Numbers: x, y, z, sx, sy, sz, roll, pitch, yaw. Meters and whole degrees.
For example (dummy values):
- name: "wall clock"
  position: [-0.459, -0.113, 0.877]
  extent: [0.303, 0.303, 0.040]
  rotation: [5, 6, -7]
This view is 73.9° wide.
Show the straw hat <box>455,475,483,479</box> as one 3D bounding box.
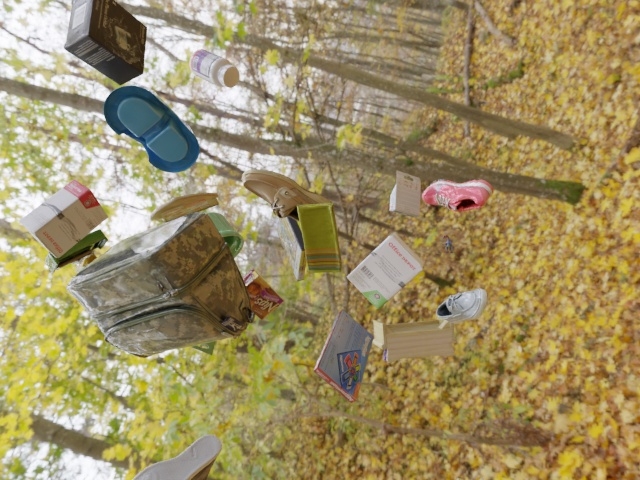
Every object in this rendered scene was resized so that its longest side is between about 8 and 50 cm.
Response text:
- name: "straw hat"
  position: [0.405, 0.709, 1.202]
  extent: [0.144, 0.061, 0.144]
  rotation: [-40, -37, -40]

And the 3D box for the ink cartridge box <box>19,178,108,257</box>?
- name: "ink cartridge box"
  position: [-0.589, -0.050, 0.984]
  extent: [0.150, 0.063, 0.109]
  rotation: [-50, -19, -28]

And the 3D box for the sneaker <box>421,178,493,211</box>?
- name: "sneaker"
  position: [0.568, -0.185, 1.829]
  extent: [0.314, 0.115, 0.136]
  rotation: [0, 44, 42]

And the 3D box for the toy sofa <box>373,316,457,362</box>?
- name: "toy sofa"
  position: [0.434, 0.452, 1.983]
  extent: [0.150, 0.363, 0.176]
  rotation: [168, 99, -80]

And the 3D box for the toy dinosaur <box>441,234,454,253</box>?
- name: "toy dinosaur"
  position: [0.566, 0.017, 1.893]
  extent: [0.090, 0.047, 0.082]
  rotation: [2, -96, -67]

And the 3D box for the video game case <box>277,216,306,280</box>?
- name: "video game case"
  position: [-0.122, -0.004, 1.781]
  extent: [0.248, 0.035, 0.274]
  rotation: [101, 149, -55]

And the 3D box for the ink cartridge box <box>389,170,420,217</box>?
- name: "ink cartridge box"
  position: [0.373, -0.202, 1.871]
  extent: [0.045, 0.146, 0.179]
  rotation: [-20, 63, 56]

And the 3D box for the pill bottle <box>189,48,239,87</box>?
- name: "pill bottle"
  position: [-0.405, -0.658, 1.640]
  extent: [0.108, 0.194, 0.108]
  rotation: [-39, -32, -31]

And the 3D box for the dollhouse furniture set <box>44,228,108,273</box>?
- name: "dollhouse furniture set"
  position: [-0.713, 0.124, 1.295]
  extent: [0.302, 0.197, 0.151]
  rotation: [-29, 7, 47]

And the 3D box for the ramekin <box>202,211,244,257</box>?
- name: "ramekin"
  position: [-0.489, 0.019, 1.785]
  extent: [0.304, 0.148, 0.303]
  rotation: [-33, -18, -12]

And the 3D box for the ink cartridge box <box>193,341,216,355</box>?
- name: "ink cartridge box"
  position: [-0.456, 0.345, 1.649]
  extent: [0.062, 0.109, 0.209]
  rotation: [-38, 32, 34]

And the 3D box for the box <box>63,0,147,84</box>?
- name: "box"
  position: [-0.533, -0.510, 1.069]
  extent: [0.158, 0.093, 0.155]
  rotation: [28, -126, -59]

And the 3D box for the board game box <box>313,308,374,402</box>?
- name: "board game box"
  position: [0.078, 0.337, 1.283]
  extent: [0.027, 0.145, 0.281]
  rotation: [-47, 5, 30]

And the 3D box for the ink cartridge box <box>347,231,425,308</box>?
- name: "ink cartridge box"
  position: [0.285, 0.129, 1.840]
  extent: [0.273, 0.198, 0.115]
  rotation: [-46, -6, 20]

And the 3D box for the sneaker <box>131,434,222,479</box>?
- name: "sneaker"
  position: [-0.406, 0.669, 1.164]
  extent: [0.296, 0.105, 0.146]
  rotation: [-15, -49, -51]

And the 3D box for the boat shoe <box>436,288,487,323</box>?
- name: "boat shoe"
  position: [0.415, 0.199, 1.274]
  extent: [0.227, 0.081, 0.079]
  rotation: [111, 169, -64]

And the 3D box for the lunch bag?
- name: "lunch bag"
  position: [-0.316, 0.112, 0.894]
  extent: [0.255, 0.305, 0.212]
  rotation: [62, -156, -22]

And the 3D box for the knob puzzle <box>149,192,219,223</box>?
- name: "knob puzzle"
  position: [-0.377, -0.101, 1.164]
  extent: [0.213, 0.213, 0.029]
  rotation: [135, 114, -80]

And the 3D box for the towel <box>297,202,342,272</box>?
- name: "towel"
  position: [0.000, 0.000, 1.209]
  extent: [0.021, 0.102, 0.237]
  rotation: [-86, -10, -53]

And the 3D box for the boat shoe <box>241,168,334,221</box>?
- name: "boat shoe"
  position: [-0.115, -0.136, 1.461]
  extent: [0.121, 0.341, 0.110]
  rotation: [136, 153, -60]

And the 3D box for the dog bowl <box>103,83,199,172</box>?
- name: "dog bowl"
  position: [-0.497, -0.339, 1.276]
  extent: [0.166, 0.297, 0.074]
  rotation: [-35, 38, 12]

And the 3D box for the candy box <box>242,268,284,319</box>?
- name: "candy box"
  position: [-0.221, 0.193, 1.500]
  extent: [0.109, 0.186, 0.053]
  rotation: [-41, 44, -6]
